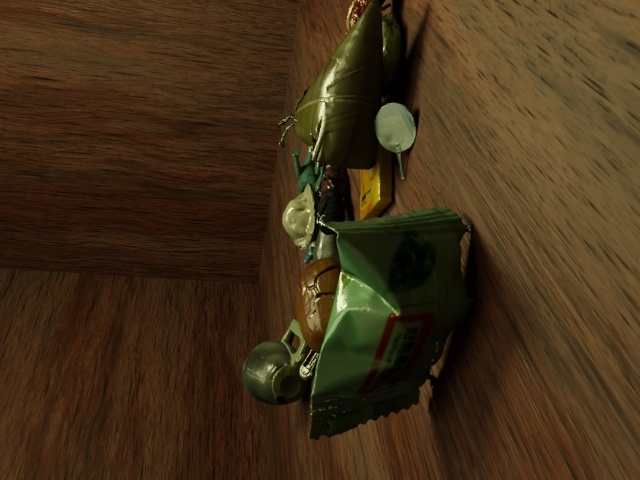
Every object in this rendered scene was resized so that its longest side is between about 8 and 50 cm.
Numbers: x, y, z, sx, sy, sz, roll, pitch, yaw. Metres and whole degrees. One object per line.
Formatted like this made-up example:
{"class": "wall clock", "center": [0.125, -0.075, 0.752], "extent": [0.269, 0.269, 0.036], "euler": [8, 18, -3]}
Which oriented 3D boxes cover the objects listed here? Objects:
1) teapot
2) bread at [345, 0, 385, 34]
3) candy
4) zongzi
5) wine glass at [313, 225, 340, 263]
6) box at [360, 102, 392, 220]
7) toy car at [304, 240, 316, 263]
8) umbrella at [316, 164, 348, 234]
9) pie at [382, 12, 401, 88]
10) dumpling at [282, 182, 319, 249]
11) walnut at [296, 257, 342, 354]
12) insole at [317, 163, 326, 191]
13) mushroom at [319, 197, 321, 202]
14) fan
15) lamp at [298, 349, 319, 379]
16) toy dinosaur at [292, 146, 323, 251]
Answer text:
{"class": "teapot", "center": [-0.121, 0.495, 2.394], "extent": [0.240, 0.321, 0.239], "euler": [57, 160, -18]}
{"class": "bread", "center": [0.127, -0.642, 1.586], "extent": [0.269, 0.095, 0.139], "euler": [-59, 11, 8]}
{"class": "candy", "center": [0.110, 0.147, 1.082], "extent": [0.172, 0.262, 0.398], "euler": [-134, 48, -59]}
{"class": "zongzi", "center": [0.036, -0.402, 1.604], "extent": [0.447, 0.181, 0.419], "euler": [-132, 49, -62]}
{"class": "wine glass", "center": [0.024, 0.061, 1.957], "extent": [0.103, 0.103, 0.222], "euler": [-159, 74, -78]}
{"class": "box", "center": [0.141, -0.199, 1.601], "extent": [0.152, 0.043, 0.270], "euler": [128, 144, -68]}
{"class": "toy car", "center": [0.000, 0.000, 2.101], "extent": [0.126, 0.098, 0.162], "euler": [127, 144, -67]}
{"class": "umbrella", "center": [0.038, -0.146, 1.950], "extent": [0.090, 0.094, 0.326], "euler": [-52, 22, 43]}
{"class": "pie", "center": [0.139, -0.485, 1.610], "extent": [0.248, 0.089, 0.201], "euler": [-170, 88, -75]}
{"class": "dumpling", "center": [-0.048, -0.091, 2.022], "extent": [0.173, 0.142, 0.247], "euler": [117, 156, -45]}
{"class": "walnut", "center": [0.030, 0.162, 1.610], "extent": [0.203, 0.203, 0.298], "euler": [108, 150, -49]}
{"class": "insole", "center": [0.032, -0.266, 2.137], "extent": [0.111, 0.007, 0.328], "euler": [-52, -10, -28]}
{"class": "mushroom", "center": [0.033, -0.135, 2.066], "extent": [0.088, 0.072, 0.130], "euler": [7, -87, -61]}
{"class": "fan", "center": [0.174, -0.223, 1.415], "extent": [0.113, 0.005, 0.176], "euler": [-1, 105, 43]}
{"class": "lamp", "center": [0.041, 0.329, 1.821], "extent": [0.283, 0.124, 0.203], "euler": [131, 162, -76]}
{"class": "toy dinosaur", "center": [-0.048, -0.190, 2.465], "extent": [0.331, 0.129, 0.384], "euler": [94, 174, -48]}
